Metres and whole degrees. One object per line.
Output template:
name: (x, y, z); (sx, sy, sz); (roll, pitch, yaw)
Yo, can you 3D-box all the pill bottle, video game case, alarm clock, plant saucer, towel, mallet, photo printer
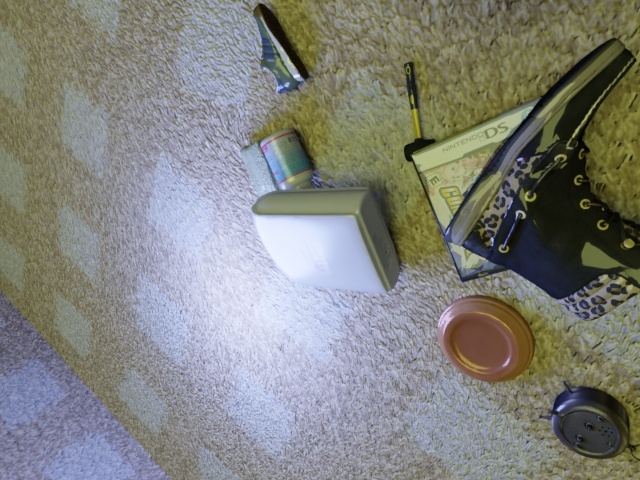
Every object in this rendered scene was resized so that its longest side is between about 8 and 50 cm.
pill bottle: (-0.070, -0.173, 1.033); (0.087, 0.087, 0.160); (-23, 93, 37)
video game case: (0.330, -0.082, 0.805); (0.248, 0.035, 0.275); (-21, 97, 28)
alarm clock: (0.536, 0.364, 0.843); (0.191, 0.064, 0.130); (26, 120, 20)
plant saucer: (0.342, 0.215, 0.932); (0.199, 0.037, 0.200); (13, 114, 30)
towel: (-0.149, -0.172, 1.102); (0.110, 0.027, 0.148); (-5, 110, 56)
mallet: (0.195, -0.251, 0.862); (0.062, 0.039, 0.190); (4, 105, 31)
photo printer: (0.000, 0.000, 0.989); (0.307, 0.107, 0.256); (3, 136, 33)

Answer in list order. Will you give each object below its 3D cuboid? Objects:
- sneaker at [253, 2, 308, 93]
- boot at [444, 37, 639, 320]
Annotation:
sneaker: (-0.111, -0.419, 0.982); (0.086, 0.064, 0.192); (-30, 92, 33)
boot: (0.404, -0.069, 0.676); (0.284, 0.138, 0.378); (37, 122, 10)
